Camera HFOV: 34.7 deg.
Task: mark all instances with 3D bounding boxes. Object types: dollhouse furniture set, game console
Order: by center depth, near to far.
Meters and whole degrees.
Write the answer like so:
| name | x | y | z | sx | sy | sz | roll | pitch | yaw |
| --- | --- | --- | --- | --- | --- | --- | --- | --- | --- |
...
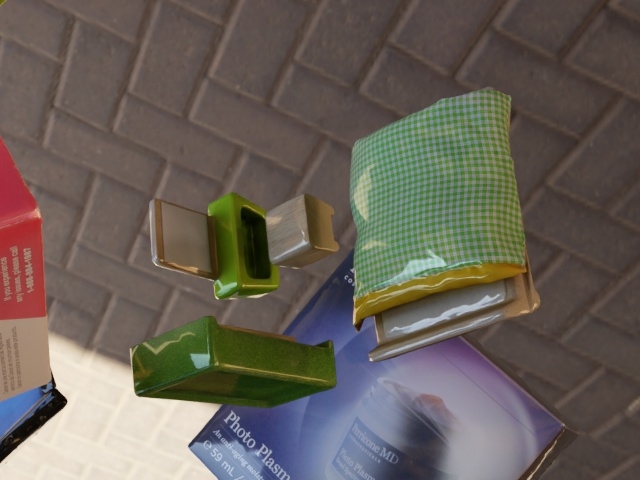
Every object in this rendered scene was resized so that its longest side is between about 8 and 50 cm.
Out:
| name | x | y | z | sx | sy | sz | roll | pitch | yaw |
| --- | --- | --- | --- | --- | --- | --- | --- | --- | --- |
| game console | -0.253 | 0.135 | 0.760 | 0.071 | 0.107 | 0.122 | 47 | 115 | -1 |
| dollhouse furniture set | 0.000 | 0.000 | 0.809 | 0.301 | 0.198 | 0.151 | -24 | 152 | 36 |

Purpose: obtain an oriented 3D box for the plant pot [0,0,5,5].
| name | x | y | z | sx | sy | sz | roll | pitch | yaw |
| --- | --- | --- | --- | --- | --- | --- | --- | --- | --- |
| plant pot | -0.340 | -0.366 | 0.893 | 0.227 | 0.228 | 0.207 | -34 | 163 | 28 |

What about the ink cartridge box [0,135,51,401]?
| name | x | y | z | sx | sy | sz | roll | pitch | yaw |
| --- | --- | --- | --- | --- | --- | --- | --- | --- | --- |
| ink cartridge box | -0.265 | 0.039 | 0.507 | 0.237 | 0.100 | 0.172 | -21 | 152 | -25 |

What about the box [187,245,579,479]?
| name | x | y | z | sx | sy | sz | roll | pitch | yaw |
| --- | --- | --- | --- | --- | --- | --- | --- | --- | --- |
| box | 0.070 | 0.217 | 1.123 | 0.296 | 0.294 | 0.183 | 40 | -179 | 22 |
